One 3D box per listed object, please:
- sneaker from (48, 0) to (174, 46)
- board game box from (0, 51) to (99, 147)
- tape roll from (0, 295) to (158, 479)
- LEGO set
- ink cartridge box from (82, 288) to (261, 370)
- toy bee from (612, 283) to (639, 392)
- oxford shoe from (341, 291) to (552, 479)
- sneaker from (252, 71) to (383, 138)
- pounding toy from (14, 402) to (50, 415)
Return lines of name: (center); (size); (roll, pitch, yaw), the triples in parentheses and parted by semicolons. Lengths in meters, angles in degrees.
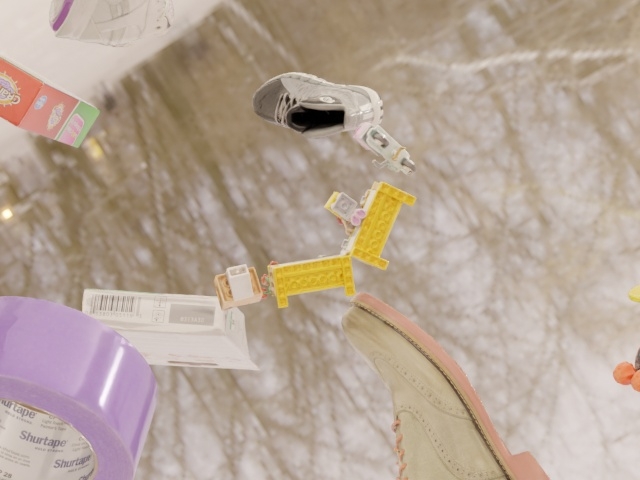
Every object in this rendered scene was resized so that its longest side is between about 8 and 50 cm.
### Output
sneaker: (-0.239, -0.347, 1.842); (0.305, 0.152, 0.114); (-30, -129, 52)
board game box: (-0.438, -0.219, 1.838); (0.064, 0.242, 0.316); (-60, 176, 1)
tape roll: (-0.231, 0.136, 1.131); (0.189, 0.189, 0.080); (-26, -144, 34)
LEGO set: (0.000, 0.000, 1.640); (0.287, 0.132, 0.107); (-45, -165, -10)
ink cartridge box: (-0.178, 0.114, 1.752); (0.181, 0.056, 0.225); (3, 166, 10)
toy bee: (0.354, 0.094, 1.278); (0.162, 0.298, 0.195); (5, 166, -28)
oxford shoe: (0.128, 0.228, 1.599); (0.146, 0.397, 0.140); (-37, 154, -5)
sneaker: (-0.033, -0.196, 2.068); (0.228, 0.086, 0.132); (6, -162, 34)
pounding toy: (-0.246, 0.183, 1.297); (0.094, 0.181, 0.206); (13, 179, 21)
